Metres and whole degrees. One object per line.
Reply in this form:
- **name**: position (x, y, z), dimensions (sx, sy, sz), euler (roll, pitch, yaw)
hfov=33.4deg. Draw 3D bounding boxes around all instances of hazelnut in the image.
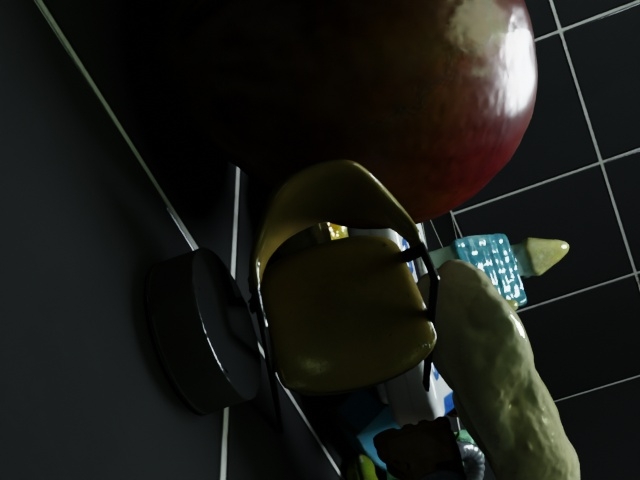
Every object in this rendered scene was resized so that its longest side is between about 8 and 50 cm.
- **hazelnut**: position (0.020, -0.200, 1.076), dimensions (0.409, 0.359, 0.359), euler (35, -20, 48)

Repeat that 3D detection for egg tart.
- **egg tart**: position (-0.001, 0.001, 1.299), dimensions (0.212, 0.090, 0.212), euler (-21, 90, -76)

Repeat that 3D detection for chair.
- **chair**: position (0.015, 0.055, 0.970), dimensions (0.247, 0.159, 0.172), euler (97, -23, -70)

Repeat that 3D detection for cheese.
- **cheese**: position (0.175, 0.144, 1.069), dimensions (0.263, 0.093, 0.159), euler (64, -2, -20)

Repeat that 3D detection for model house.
- **model house**: position (0.231, 0.098, 1.606), dimensions (0.267, 0.325, 0.194), euler (40, 31, -66)

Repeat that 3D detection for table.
- **table**: position (-0.095, 0.074, 0.887), dimensions (0.133, 0.043, 0.133), euler (-20, 90, -78)

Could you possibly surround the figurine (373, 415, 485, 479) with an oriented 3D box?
- **figurine**: position (0.120, 0.373, 1.035), dimensions (0.261, 0.186, 0.382), euler (39, 32, -57)

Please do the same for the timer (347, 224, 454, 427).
- **timer**: position (0.093, 0.085, 1.249), dimensions (0.178, 0.078, 0.253), euler (5, 70, -74)

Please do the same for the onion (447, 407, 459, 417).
- **onion**: position (0.247, 0.268, 1.944), dimensions (0.107, 0.097, 0.107), euler (46, -35, 46)

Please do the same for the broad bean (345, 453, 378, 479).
- **broad bean**: position (0.073, 0.342, 1.195), dimensions (0.070, 0.048, 0.213), euler (37, 32, -67)

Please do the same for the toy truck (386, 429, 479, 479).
- **toy truck**: position (0.148, 0.346, 1.353), dimensions (0.259, 0.128, 0.135), euler (-66, 149, -73)

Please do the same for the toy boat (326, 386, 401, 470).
- **toy boat**: position (0.069, 0.228, 1.294), dimensions (0.077, 0.075, 0.185), euler (39, -7, 42)
